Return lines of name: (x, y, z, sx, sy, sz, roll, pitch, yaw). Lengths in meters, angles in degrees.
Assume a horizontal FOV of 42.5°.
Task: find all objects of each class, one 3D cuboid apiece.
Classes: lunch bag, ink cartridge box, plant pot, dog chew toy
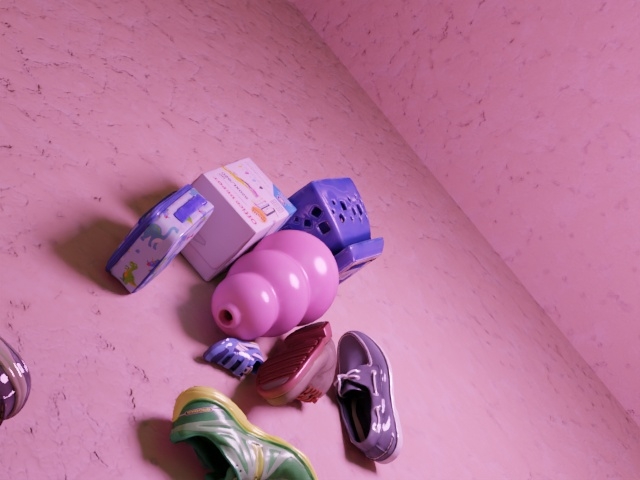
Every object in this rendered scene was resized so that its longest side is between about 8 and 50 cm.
lunch bag: (-0.294, -0.011, 1.534, 0.090, 0.176, 0.219, 43, 24, -5)
ink cartridge box: (-0.198, -0.050, 1.770, 0.171, 0.168, 0.232, 47, 24, 3)
plant pot: (0.000, 0.000, 1.954, 0.212, 0.236, 0.236, 57, 25, 10)
dog chew toy: (-0.101, 0.101, 1.664, 0.207, 0.206, 0.331, 49, 31, 8)

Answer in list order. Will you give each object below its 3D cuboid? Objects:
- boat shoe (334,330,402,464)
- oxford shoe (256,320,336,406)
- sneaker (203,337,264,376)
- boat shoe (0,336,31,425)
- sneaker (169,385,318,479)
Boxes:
boat shoe: (0.085, 0.308, 1.720, 0.099, 0.116, 0.320, 31, 32, -39)
oxford shoe: (-0.025, 0.259, 1.585, 0.348, 0.122, 0.130, -36, 108, -71)
sneaker: (-0.156, 0.221, 1.539, 0.144, 0.053, 0.059, 14, 40, -49)
boat shoe: (-0.521, 0.109, 1.014, 0.355, 0.132, 0.130, 41, 23, -6)
sneaker: (-0.128, 0.358, 1.327, 0.295, 0.109, 0.124, 39, 46, -17)
